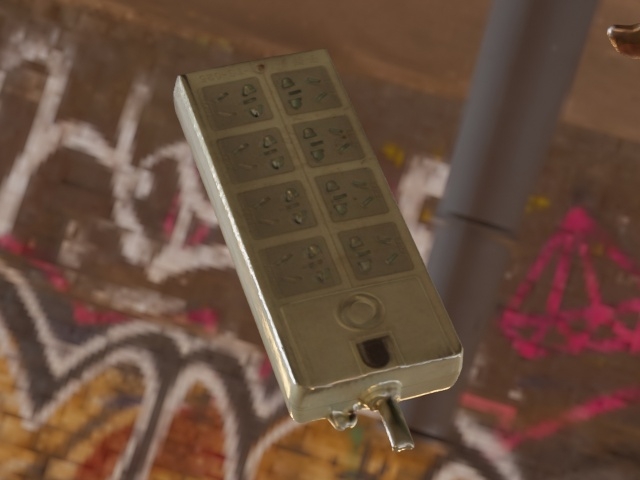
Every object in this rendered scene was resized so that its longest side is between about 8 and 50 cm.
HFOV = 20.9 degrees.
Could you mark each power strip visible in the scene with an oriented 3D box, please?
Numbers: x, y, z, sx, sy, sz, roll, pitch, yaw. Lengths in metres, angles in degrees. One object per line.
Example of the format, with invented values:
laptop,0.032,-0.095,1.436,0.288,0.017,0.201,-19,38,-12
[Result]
power strip,0.000,0.000,0.475,0.051,0.136,0.019,-10,143,-16

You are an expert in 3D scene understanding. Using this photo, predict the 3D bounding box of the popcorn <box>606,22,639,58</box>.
popcorn,0.165,-0.063,0.492,0.148,0.152,0.167,59,-166,-20
